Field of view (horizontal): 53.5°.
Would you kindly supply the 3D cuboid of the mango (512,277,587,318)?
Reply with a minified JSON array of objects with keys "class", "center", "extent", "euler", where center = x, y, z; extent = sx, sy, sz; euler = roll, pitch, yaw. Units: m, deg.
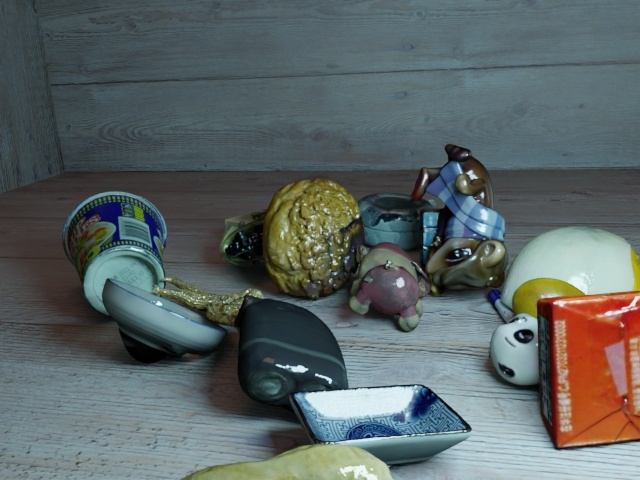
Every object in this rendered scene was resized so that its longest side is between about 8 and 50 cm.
[{"class":"mango","center":[0.497,0.159,1.281],"extent":[0.228,0.136,0.099],"euler":[26,7,11]}]

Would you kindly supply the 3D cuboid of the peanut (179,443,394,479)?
[{"class":"peanut","center":[-0.060,0.336,0.800],"extent":[0.314,0.149,0.149],"euler":[-9,17,-7]}]

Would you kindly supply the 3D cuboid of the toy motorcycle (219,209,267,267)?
[{"class":"toy motorcycle","center":[-0.131,-0.015,1.889],"extent":[0.410,0.168,0.237],"euler":[-19,5,-40]}]

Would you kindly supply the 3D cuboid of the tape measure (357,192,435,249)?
[{"class":"tape measure","center":[0.246,-0.059,2.048],"extent":[0.275,0.147,0.256],"euler":[2,19,3]}]

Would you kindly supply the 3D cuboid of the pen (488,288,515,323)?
[{"class":"pen","center":[0.428,0.173,1.436],"extent":[0.033,0.033,0.269],"euler":[-3,18,1]}]

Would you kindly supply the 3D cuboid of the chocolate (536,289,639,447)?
[{"class":"chocolate","center":[0.466,0.194,1.022],"extent":[0.235,0.237,0.108],"euler":[-5,7,-6]}]

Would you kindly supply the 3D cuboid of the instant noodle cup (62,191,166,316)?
[{"class":"instant noodle cup","center":[-0.522,0.048,1.661],"extent":[0.285,0.283,0.312],"euler":[-9,25,-19]}]

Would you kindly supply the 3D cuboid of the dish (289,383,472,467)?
[{"class":"dish","center":[0.085,0.294,0.975],"extent":[0.244,0.080,0.182],"euler":[1,10,-16]}]

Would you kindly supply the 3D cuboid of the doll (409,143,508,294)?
[{"class":"doll","center":[0.335,-0.040,1.541],"extent":[0.209,0.339,0.318],"euler":[-8,-17,4]}]

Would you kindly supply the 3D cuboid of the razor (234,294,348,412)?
[{"class":"razor","center":[-0.062,0.204,1.212],"extent":[0.205,0.113,0.349],"euler":[18,12,-13]}]

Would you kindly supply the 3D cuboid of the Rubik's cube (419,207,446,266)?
[{"class":"Rubik's cube","center":[0.357,-0.008,1.769],"extent":[0.162,0.160,0.163],"euler":[-1,1,7]}]

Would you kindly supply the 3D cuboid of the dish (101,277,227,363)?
[{"class":"dish","center":[-0.345,0.193,1.330],"extent":[0.274,0.133,0.273],"euler":[24,-6,3]}]

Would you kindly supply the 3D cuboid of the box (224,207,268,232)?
[{"class":"box","center":[-0.188,-0.039,2.129],"extent":[0.168,0.094,0.212],"euler":[15,23,42]}]

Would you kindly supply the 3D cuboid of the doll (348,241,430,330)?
[{"class":"doll","center":[0.164,0.104,1.507],"extent":[0.152,0.196,0.256],"euler":[-37,12,19]}]

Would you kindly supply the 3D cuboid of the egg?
[{"class":"egg","center":[0.582,0.067,1.453],"extent":[0.338,0.200,0.337],"euler":[3,13,-1]}]

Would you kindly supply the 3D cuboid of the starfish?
[{"class":"starfish","center":[-0.251,0.152,1.492],"extent":[0.303,0.060,0.299],"euler":[15,12,4]}]

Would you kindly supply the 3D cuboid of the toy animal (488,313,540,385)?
[{"class":"toy animal","center":[0.405,0.200,1.164],"extent":[0.179,0.138,0.166],"euler":[0,11,3]}]

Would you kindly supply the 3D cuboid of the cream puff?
[{"class":"cream puff","center":[0.000,0.000,1.660],"extent":[0.231,0.326,0.343],"euler":[3,-21,24]}]
